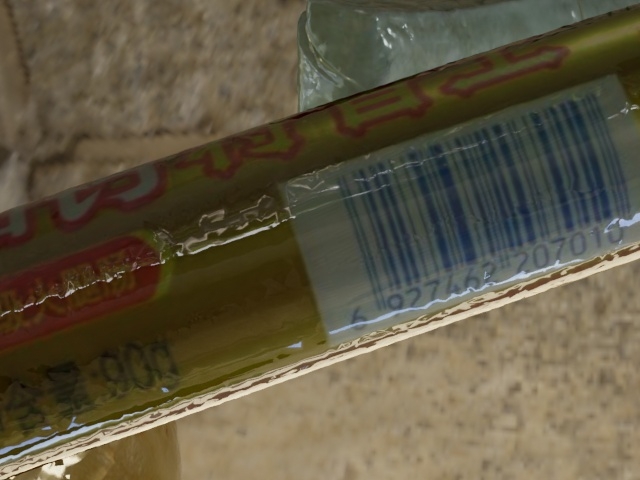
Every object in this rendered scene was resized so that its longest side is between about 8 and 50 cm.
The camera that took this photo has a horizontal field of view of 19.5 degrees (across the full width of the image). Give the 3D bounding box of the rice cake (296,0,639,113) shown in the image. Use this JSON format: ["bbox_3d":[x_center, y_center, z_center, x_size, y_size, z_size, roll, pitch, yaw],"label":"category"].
[{"bbox_3d":[0.080,-0.075,0.671,0.042,0.245,0.045,10,106,41],"label":"rice cake"}]

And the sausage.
[{"bbox_3d":[0.000,0.000,0.512,0.371,0.082,0.082,-19,117,-4],"label":"sausage"}]

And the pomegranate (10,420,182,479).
[{"bbox_3d":[-0.171,0.094,0.784,0.215,0.215,0.215,4,120,6],"label":"pomegranate"}]
